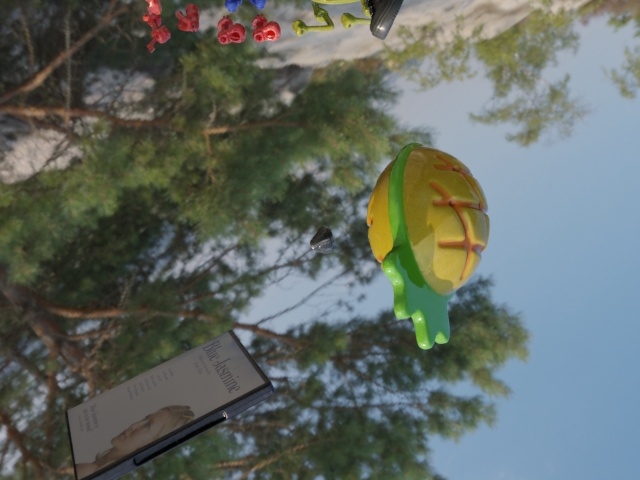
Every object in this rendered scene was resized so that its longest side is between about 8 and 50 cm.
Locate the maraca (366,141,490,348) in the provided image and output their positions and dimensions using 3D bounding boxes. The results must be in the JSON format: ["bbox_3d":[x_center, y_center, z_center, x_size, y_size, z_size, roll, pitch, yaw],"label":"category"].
[{"bbox_3d":[0.087,-0.001,0.575,0.099,0.127,0.185,-16,-138,32],"label":"maraca"}]

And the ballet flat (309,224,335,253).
[{"bbox_3d":[0.000,0.000,1.381,0.049,0.057,0.173,-20,176,-2],"label":"ballet flat"}]

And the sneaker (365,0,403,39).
[{"bbox_3d":[0.052,-0.291,0.754,0.051,0.089,0.170,121,-10,-57],"label":"sneaker"}]

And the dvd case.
[{"bbox_3d":[-0.200,0.210,0.900,0.253,0.022,0.180,-25,-157,-16],"label":"dvd case"}]

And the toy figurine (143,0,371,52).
[{"bbox_3d":[-0.093,-0.413,0.952,0.363,0.217,0.191,-5,-136,4],"label":"toy figurine"}]
